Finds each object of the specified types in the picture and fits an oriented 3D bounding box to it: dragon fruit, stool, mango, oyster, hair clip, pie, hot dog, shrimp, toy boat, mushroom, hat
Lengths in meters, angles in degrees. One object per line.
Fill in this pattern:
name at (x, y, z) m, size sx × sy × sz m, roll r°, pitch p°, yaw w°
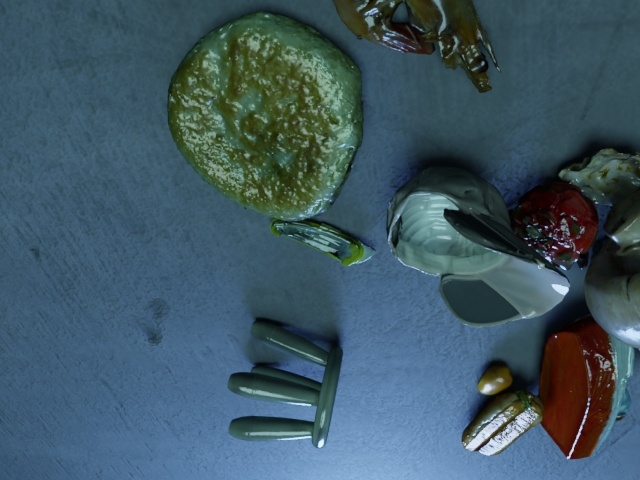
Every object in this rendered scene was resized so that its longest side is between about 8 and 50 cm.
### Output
dragon fruit at (0.349, -0.020, 0.757) m, size 0.121 × 0.142 × 0.130 m, roll -6°, pitch 81°, yaw 8°
stool at (-0.066, 0.294, 1.002) m, size 0.198 × 0.195 × 0.195 m, roll 9°, pitch 125°, yaw 6°
mango at (0.349, 0.284, 1.017) m, size 0.060 × 0.046 × 0.089 m, roll 20°, pitch 136°, yaw -14°
oyster at (0.437, -0.096, 0.736) m, size 0.148 × 0.051 × 0.103 m, roll 25°, pitch 142°, yaw -8°
hair clip at (0.000, 0.000, 0.884) m, size 0.188 × 0.033 × 0.060 m, roll 20°, pitch 127°, yaw -8°
pie at (-0.084, -0.175, 0.760) m, size 0.322 × 0.071 × 0.323 m, roll 6°, pitch 124°, yaw 9°
hot dog at (0.377, 0.373, 1.051) m, size 0.104 × 0.076 × 0.250 m, roll 10°, pitch 134°, yaw -5°
shrimp at (0.115, -0.289, 0.649) m, size 0.152 × 0.063 × 0.287 m, roll -30°, pitch 112°, yaw 28°
toy boat at (0.497, 0.251, 0.918) m, size 0.133 × 0.145 × 0.332 m, roll -16°, pitch 125°, yaw -8°
mushroom at (0.460, 0.051, 0.704) m, size 0.195 × 0.254 × 0.189 m, roll 42°, pitch 104°, yaw -1°
hat at (0.227, 0.000, 0.733) m, size 0.275 × 0.161 × 0.232 m, roll 36°, pitch 162°, yaw 31°
